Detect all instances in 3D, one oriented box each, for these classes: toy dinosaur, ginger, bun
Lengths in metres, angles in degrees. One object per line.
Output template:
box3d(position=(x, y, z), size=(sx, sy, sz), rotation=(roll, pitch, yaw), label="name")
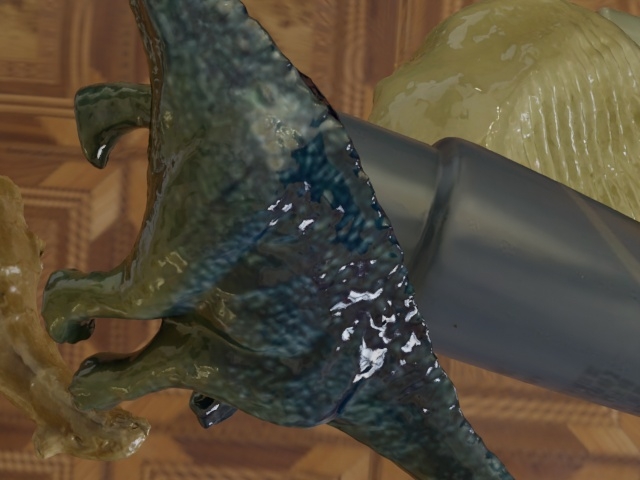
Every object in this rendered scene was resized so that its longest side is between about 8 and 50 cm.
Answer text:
box3d(position=(-0.021, -0.002, 0.585), size=(0.147, 0.076, 0.363), rotation=(-14, 114, 34), label="toy dinosaur")
box3d(position=(-0.253, 0.068, 1.568), size=(0.131, 0.086, 0.294), rotation=(-38, 87, -26), label="ginger")
box3d(position=(0.133, -0.038, 1.217), size=(0.259, 0.160, 0.259), rotation=(9, 75, -38), label="bun")

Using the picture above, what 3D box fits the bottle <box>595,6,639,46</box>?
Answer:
box3d(position=(0.321, -0.103, 1.461), size=(0.245, 0.104, 0.104), rotation=(17, 96, -2), label="bottle")

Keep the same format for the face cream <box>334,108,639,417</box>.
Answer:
box3d(position=(0.129, 0.032, 0.769), size=(0.385, 0.135, 0.086), rotation=(21, 100, -11), label="face cream")
